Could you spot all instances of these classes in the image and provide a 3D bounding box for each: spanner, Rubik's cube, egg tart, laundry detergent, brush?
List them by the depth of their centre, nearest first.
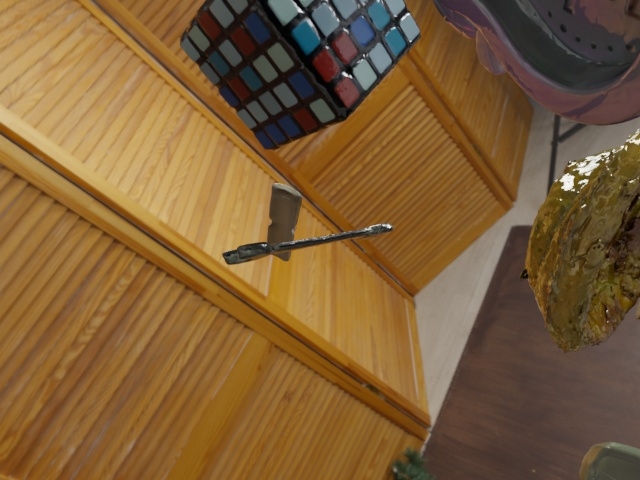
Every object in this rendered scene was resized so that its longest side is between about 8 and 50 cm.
[{"bbox_3d":[0.410,0.306,0.520,0.181,0.253,0.091,21,82,54],"label":"laundry detergent"},{"bbox_3d":[0.000,0.000,0.521,0.054,0.254,0.015,-18,84,41],"label":"spanner"},{"bbox_3d":[-0.026,-0.245,0.564,0.184,0.182,0.187,-5,42,54],"label":"Rubik's cube"},{"bbox_3d":[0.332,-0.003,0.566,0.115,0.290,0.290,30,81,43],"label":"egg tart"},{"bbox_3d":[-0.074,-0.037,0.973,0.321,0.060,0.050,109,-175,-66],"label":"brush"}]

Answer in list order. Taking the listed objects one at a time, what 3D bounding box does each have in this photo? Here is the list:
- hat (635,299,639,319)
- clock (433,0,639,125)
[{"bbox_3d":[0.512,0.035,0.636,0.166,0.173,0.145,-8,79,47],"label":"hat"},{"bbox_3d":[0.142,-0.242,0.282,0.102,0.339,0.339,-30,32,2],"label":"clock"}]
